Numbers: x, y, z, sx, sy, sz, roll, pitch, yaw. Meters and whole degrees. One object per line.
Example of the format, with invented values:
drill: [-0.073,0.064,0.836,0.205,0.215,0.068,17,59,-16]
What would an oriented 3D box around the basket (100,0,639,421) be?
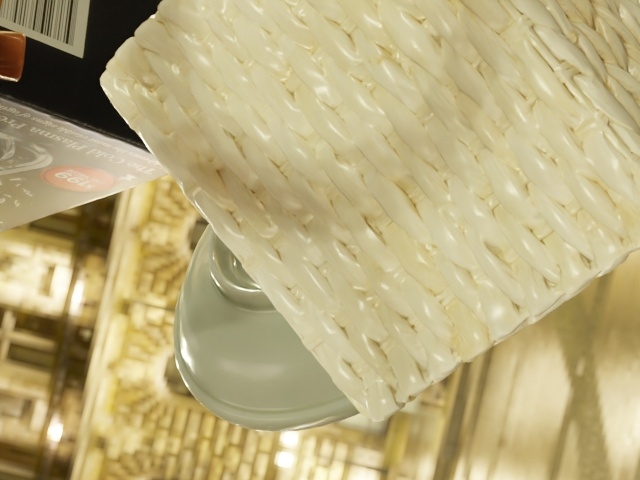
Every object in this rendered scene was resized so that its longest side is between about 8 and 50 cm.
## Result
basket: [0.090,-0.115,0.995,0.266,0.331,0.328,-35,-4,-46]

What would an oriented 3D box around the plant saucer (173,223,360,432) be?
plant saucer: [0.000,0.000,1.521,0.100,0.400,0.400,50,-139,-38]

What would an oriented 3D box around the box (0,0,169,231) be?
box: [-0.321,-0.155,1.284,0.312,0.343,0.179,-14,65,45]

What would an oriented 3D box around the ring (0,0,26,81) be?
ring: [-0.183,0.008,0.744,0.336,0.032,0.336,-173,90,-73]
